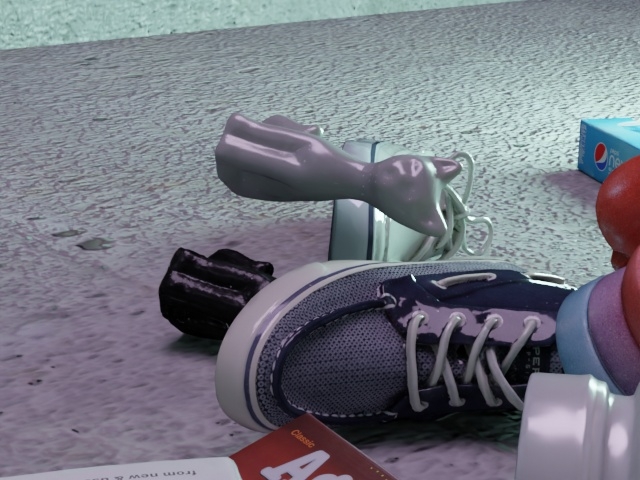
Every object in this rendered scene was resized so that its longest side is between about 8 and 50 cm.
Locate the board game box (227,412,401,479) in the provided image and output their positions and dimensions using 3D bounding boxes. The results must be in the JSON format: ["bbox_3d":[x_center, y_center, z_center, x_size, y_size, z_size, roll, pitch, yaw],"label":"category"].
[{"bbox_3d":[0.011,0.175,0.671,0.145,0.027,0.281,-26,29,-24],"label":"board game box"}]

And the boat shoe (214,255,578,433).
[{"bbox_3d":[0.093,0.077,1.057,0.158,0.127,0.340,11,17,43],"label":"boat shoe"}]

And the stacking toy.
[{"bbox_3d":[0.302,0.067,1.046,0.279,0.130,0.309,38,42,-7],"label":"stacking toy"}]

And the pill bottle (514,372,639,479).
[{"bbox_3d":[0.259,0.149,0.784,0.301,0.169,0.169,5,18,12],"label":"pill bottle"}]

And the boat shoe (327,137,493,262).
[{"bbox_3d":[0.096,-0.028,1.428,0.156,0.136,0.367,6,8,6],"label":"boat shoe"}]

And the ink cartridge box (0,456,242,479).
[{"bbox_3d":[-0.057,0.226,0.457,0.117,0.207,0.283,-5,19,-12],"label":"ink cartridge box"}]

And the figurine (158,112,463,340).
[{"bbox_3d":[0.000,0.000,1.212,0.209,0.215,0.092,15,-16,22],"label":"figurine"}]

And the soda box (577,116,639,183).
[{"bbox_3d":[0.387,-0.094,1.730,0.071,0.067,0.210,-4,19,-15],"label":"soda box"}]
